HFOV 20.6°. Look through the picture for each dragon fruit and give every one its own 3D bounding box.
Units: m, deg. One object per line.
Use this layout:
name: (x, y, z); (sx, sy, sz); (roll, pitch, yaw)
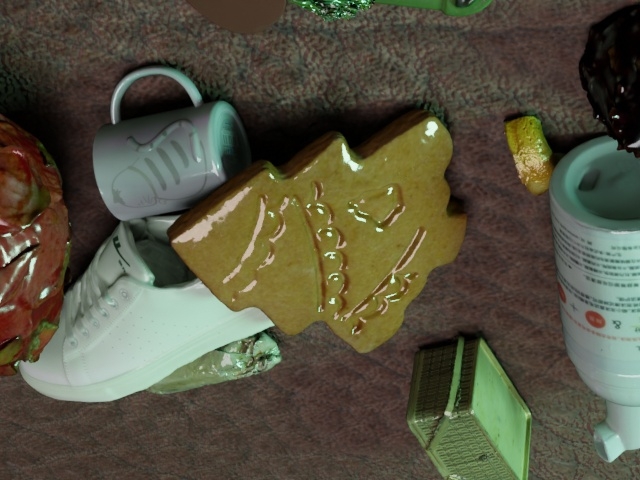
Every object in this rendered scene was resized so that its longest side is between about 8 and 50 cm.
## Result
dragon fruit: (-0.375, -0.004, 1.721); (0.277, 0.277, 0.343); (10, 145, 0)

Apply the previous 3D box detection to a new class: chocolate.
chocolate: (0.299, -0.121, 1.576); (0.156, 0.133, 0.156); (7, 134, 7)

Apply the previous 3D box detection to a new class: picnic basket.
picnic basket: (0.163, 0.195, 1.913); (0.079, 0.115, 0.164); (-14, 129, 25)

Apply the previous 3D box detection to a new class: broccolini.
broccolini: (-0.041, -0.224, 1.357); (0.194, 0.052, 0.054); (35, 128, -23)

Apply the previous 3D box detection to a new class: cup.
cup: (-0.151, -0.091, 1.709); (0.133, 0.099, 0.136); (-9, 132, 20)

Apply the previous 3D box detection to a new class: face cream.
face cream: (0.312, 0.075, 1.755); (0.145, 0.145, 0.370); (-1, 135, 12)

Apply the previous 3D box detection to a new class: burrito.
burrito: (-0.133, 0.139, 1.964); (0.188, 0.045, 0.058); (-15, 122, 26)

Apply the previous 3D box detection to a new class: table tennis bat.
table tennis bat: (-0.101, -0.246, 1.613); (0.156, 0.013, 0.087); (34, 132, -23)

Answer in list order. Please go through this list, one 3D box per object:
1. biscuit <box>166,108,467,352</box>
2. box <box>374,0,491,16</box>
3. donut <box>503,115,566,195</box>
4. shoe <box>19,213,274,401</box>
biscuit: (0.000, 0.000, 1.717); (0.306, 0.043, 0.284); (-2, 126, -21)
box: (0.052, -0.340, 1.377); (0.252, 0.178, 0.329); (8, 135, 6)
donut: (0.211, -0.085, 1.696); (0.038, 0.067, 0.083); (-16, 97, 32)
shoe: (-0.197, 0.055, 1.825); (0.363, 0.132, 0.160); (-21, 138, 23)
